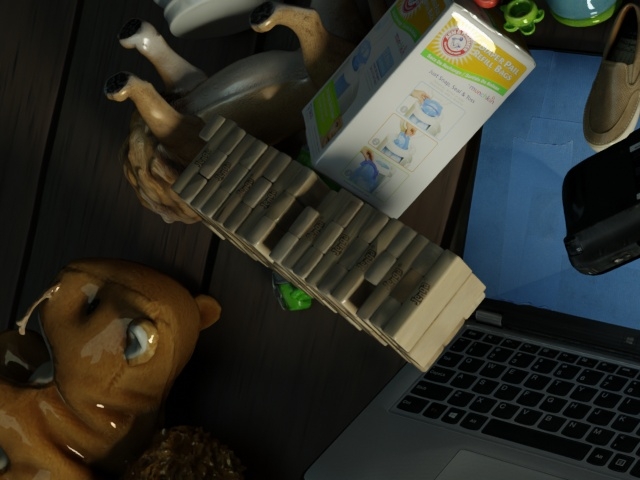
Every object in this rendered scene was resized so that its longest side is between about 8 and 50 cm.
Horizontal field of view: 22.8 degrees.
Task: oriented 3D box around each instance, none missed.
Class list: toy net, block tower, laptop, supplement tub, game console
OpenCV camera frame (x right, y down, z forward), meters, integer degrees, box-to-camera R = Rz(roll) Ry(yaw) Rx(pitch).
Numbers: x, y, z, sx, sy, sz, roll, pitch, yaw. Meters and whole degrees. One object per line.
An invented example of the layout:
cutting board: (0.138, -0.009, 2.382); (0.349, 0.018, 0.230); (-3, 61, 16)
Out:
toy net: (0.173, -0.266, 1.452); (0.122, 0.045, 0.232); (-31, 50, -2)
block tower: (0.000, 0.000, 1.433); (0.097, 0.091, 0.335); (-51, 48, -5)
laptop: (0.220, 0.048, 1.334); (0.382, 0.408, 0.236); (12, 131, 38)
supplement tub: (-0.122, -0.323, 1.645); (0.144, 0.144, 0.200); (-25, 75, 35)
game console: (0.324, -0.087, 1.230); (0.361, 0.044, 0.213); (-29, 46, 43)

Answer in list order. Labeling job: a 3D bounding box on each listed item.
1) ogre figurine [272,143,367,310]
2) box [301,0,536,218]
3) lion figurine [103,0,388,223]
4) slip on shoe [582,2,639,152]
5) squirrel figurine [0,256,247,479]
ogre figurine: (-0.008, -0.019, 1.591); (0.197, 0.097, 0.118); (104, 142, -65)
box: (0.088, -0.141, 1.471); (0.203, 0.103, 0.114); (-48, 25, 22)
lion figurine: (-0.056, -0.148, 1.585); (0.392, 0.240, 0.142); (-19, 47, 24)
slip on shoe: (0.260, -0.143, 1.384); (0.051, 0.041, 0.135); (17, 77, 39)
squirrel figurine: (-0.217, 0.223, 1.691); (0.397, 0.281, 0.370); (40, 104, 15)
